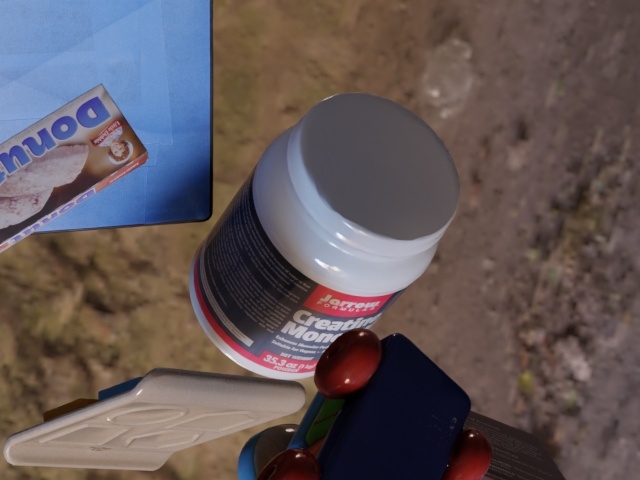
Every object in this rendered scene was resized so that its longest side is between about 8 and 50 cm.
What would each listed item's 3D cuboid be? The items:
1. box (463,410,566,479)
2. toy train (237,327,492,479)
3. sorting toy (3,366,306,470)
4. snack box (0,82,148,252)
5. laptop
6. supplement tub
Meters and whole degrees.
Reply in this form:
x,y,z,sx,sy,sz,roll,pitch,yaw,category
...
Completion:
x,y,z,sx,sy,sz,roll,pitch,yaw,category
0.186,0.322,1.866,0.168,0.167,0.203,-63,18,13,box
-0.020,0.169,0.792,0.143,0.105,0.248,-33,20,45,toy train
-0.147,0.155,1.365,0.208,0.193,0.038,-28,64,37,sorting toy
-0.214,-0.038,1.096,0.064,0.178,0.022,55,170,11,snack box
-0.261,-0.138,1.290,0.408,0.382,0.236,156,109,-77,laptop
0.000,0.000,1.517,0.272,0.191,0.191,129,152,-49,supplement tub
